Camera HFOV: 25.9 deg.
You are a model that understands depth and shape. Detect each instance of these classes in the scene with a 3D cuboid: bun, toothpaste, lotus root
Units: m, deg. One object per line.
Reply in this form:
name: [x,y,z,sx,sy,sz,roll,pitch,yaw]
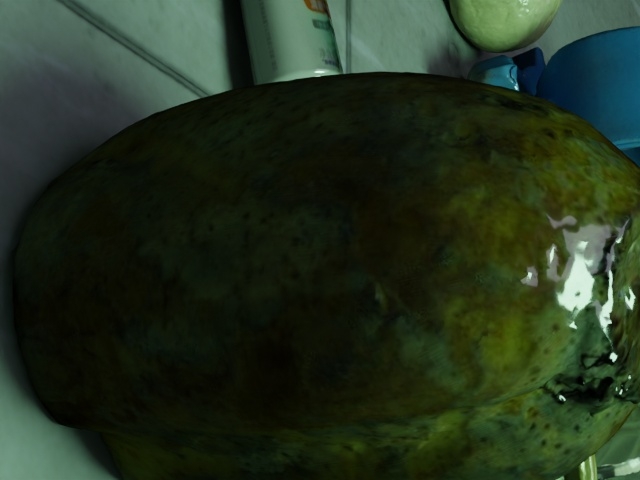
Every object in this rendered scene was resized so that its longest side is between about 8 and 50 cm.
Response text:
bun: [0.189,-0.288,1.412,0.164,0.111,0.188,21,65,-55]
toothpaste: [-0.035,-0.214,1.027,0.100,0.066,0.323,19,56,-62]
lotus root: [0.022,0.024,0.763,0.250,0.346,0.251,6,83,-59]

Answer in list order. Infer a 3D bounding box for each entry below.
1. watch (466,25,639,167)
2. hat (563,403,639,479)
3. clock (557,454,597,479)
watch: [0.288,-0.113,1.361,0.305,0.274,0.241,42,45,-56]
hat: [0.227,0.144,1.285,0.161,0.232,0.275,101,-19,-57]
clock: [0.118,0.187,1.114,0.237,0.057,0.237,7,75,-28]
